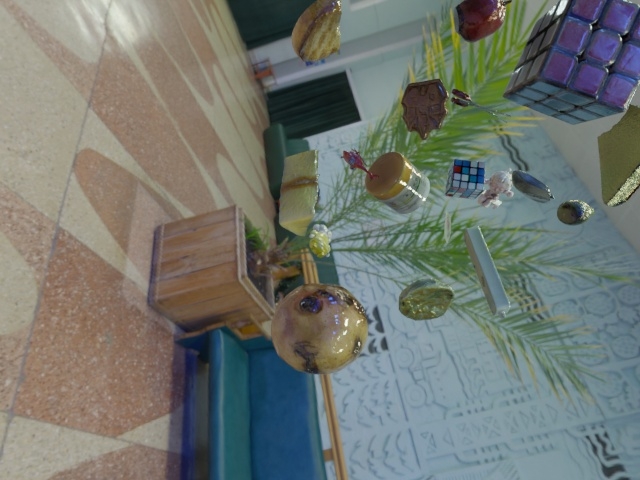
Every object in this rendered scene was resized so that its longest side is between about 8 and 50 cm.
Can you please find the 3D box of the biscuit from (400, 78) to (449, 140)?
[{"bbox_3d":[0.387,-0.485,1.527,0.034,0.182,0.214,-15,106,-52],"label":"biscuit"}]

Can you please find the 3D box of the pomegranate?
[{"bbox_3d":[-0.003,0.288,1.346,0.322,0.323,0.321,-15,90,-84],"label":"pomegranate"}]

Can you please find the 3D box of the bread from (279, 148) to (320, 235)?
[{"bbox_3d":[-0.063,-0.162,1.347,0.178,0.142,0.265,-39,-135,55],"label":"bread"}]

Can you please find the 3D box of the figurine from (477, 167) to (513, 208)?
[{"bbox_3d":[1.088,-0.319,2.491,0.181,0.145,0.256,59,-36,29],"label":"figurine"}]

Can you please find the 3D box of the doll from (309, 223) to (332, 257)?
[{"bbox_3d":[0.000,0.000,1.487,0.106,0.062,0.162,51,24,-18],"label":"doll"}]

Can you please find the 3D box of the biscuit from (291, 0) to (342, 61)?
[{"bbox_3d":[-0.009,-0.753,1.465,0.091,0.213,0.274,59,-9,4],"label":"biscuit"}]

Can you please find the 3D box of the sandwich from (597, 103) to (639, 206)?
[{"bbox_3d":[0.835,-0.237,1.124,0.212,0.063,0.244,-85,-163,-58],"label":"sandwich"}]

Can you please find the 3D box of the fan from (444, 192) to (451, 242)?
[{"bbox_3d":[0.731,-0.136,2.350,0.182,0.010,0.309,-51,135,-48],"label":"fan"}]

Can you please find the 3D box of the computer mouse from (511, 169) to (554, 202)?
[{"bbox_3d":[0.962,-0.239,1.878,0.229,0.068,0.113,51,0,36],"label":"computer mouse"}]

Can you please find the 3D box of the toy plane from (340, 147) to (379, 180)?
[{"bbox_3d":[0.172,-0.328,1.789,0.194,0.077,0.126,48,-1,-5],"label":"toy plane"}]

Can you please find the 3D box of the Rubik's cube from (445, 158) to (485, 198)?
[{"bbox_3d":[0.722,-0.304,2.036,0.154,0.155,0.150,62,38,-80],"label":"Rubik's cube"}]

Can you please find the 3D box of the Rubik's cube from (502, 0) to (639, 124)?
[{"bbox_3d":[0.856,-0.594,1.362,0.301,0.306,0.303,-55,169,-81],"label":"Rubik's cube"}]

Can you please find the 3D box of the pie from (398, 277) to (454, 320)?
[{"bbox_3d":[0.340,0.194,1.322,0.041,0.187,0.186,-96,170,-51],"label":"pie"}]

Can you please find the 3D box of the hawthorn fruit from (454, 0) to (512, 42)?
[{"bbox_3d":[0.722,-1.014,1.827,0.215,0.250,0.215,28,52,-43],"label":"hawthorn fruit"}]

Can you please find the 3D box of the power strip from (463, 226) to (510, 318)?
[{"bbox_3d":[0.646,0.122,1.587,0.091,0.063,0.384,70,9,-58],"label":"power strip"}]

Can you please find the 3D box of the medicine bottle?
[{"bbox_3d":[0.377,-0.278,1.995,0.232,0.238,0.237,28,36,-36],"label":"medicine bottle"}]

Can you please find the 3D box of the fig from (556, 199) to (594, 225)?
[{"bbox_3d":[1.196,-0.134,1.897,0.123,0.156,0.123,166,-90,-73],"label":"fig"}]

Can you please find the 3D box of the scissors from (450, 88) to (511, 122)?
[{"bbox_3d":[0.642,-0.538,1.645,0.017,0.248,0.144,-62,166,8],"label":"scissors"}]
